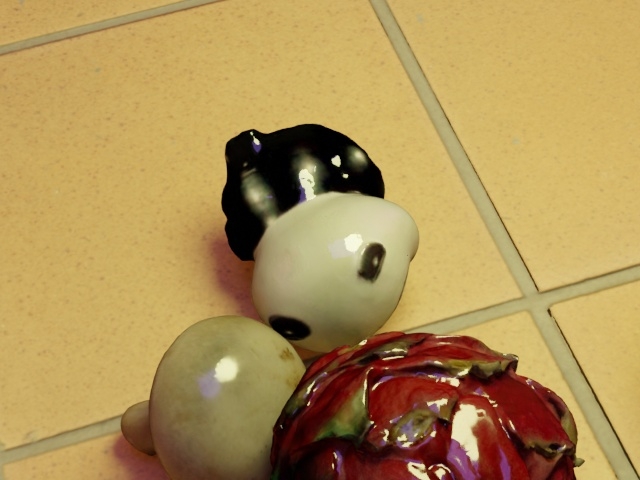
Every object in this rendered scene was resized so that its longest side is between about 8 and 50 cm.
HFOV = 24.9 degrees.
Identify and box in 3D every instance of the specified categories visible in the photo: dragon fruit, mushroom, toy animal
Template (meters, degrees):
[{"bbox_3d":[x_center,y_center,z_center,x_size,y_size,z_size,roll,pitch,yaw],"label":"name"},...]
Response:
[{"bbox_3d":[0.098,0.239,1.433,0.329,0.329,0.329,-1,51,1],"label":"dragon fruit"},{"bbox_3d":[-0.120,0.189,1.577,0.215,0.207,0.207,-14,43,35],"label":"mushroom"},{"bbox_3d":[0.005,0.004,1.699,0.212,0.212,0.267,-17,57,-11],"label":"toy animal"}]
